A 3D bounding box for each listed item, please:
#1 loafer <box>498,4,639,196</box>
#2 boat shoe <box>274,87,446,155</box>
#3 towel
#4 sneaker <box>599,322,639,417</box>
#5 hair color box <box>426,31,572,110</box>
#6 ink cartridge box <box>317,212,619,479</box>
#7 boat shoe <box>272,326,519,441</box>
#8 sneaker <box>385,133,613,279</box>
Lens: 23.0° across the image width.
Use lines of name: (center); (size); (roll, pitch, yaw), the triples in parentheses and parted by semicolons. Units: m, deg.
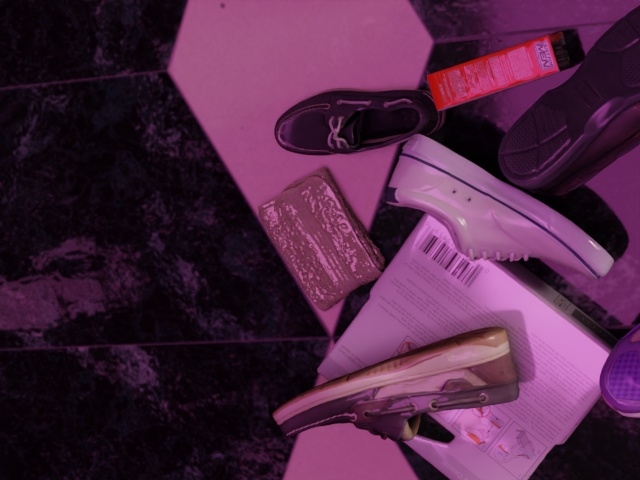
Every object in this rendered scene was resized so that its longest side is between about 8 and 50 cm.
loafer: (0.324, -0.154, 1.652); (0.302, 0.095, 0.109); (-39, 52, 20)
boat shoe: (0.035, -0.133, 1.768); (0.206, 0.065, 0.075); (-5, 99, 22)
towel: (0.000, 0.000, 1.831); (0.110, 0.027, 0.148); (-33, 88, 25)
sneaker: (0.387, 0.093, 1.624); (0.236, 0.104, 0.095); (-34, 68, 8)
hair color box: (0.193, -0.182, 1.693); (0.141, 0.072, 0.043); (-16, 94, 22)
ink cartridge box: (0.170, 0.135, 1.775); (0.275, 0.060, 0.239); (39, 112, 10)
boat shoe: (0.083, 0.177, 1.732); (0.285, 0.103, 0.092); (-21, 88, 17)
sneaker: (0.188, -0.015, 1.698); (0.258, 0.094, 0.091); (30, 91, 3)
